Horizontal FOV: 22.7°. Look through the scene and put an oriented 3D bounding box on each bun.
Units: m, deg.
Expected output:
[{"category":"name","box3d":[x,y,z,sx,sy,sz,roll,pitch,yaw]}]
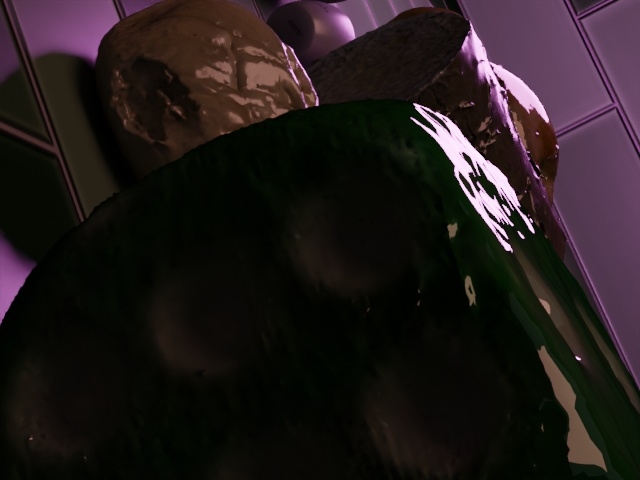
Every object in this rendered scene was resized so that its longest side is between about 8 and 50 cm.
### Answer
[{"category":"bun","box3d":[-0.071,-0.090,1.231,0.220,0.134,0.220,55,17,-25]}]

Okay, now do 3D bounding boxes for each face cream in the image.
[{"category":"face cream","box3d":[-0.013,-0.220,1.756,0.095,0.091,0.091,7,56,-63]}]

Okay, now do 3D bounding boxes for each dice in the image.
[{"category":"dice","box3d":[0.015,0.120,0.844,0.300,0.297,0.287,34,30,-61]}]

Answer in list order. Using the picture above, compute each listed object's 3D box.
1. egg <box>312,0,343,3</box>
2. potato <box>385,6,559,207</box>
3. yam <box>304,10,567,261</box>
[{"category":"egg","box3d":[0.002,-0.369,1.906,0.169,0.169,0.236,65,15,9]},{"category":"potato","box3d":[0.189,-0.159,2.133,0.351,0.202,0.218,60,1,21]},{"category":"yam","box3d":[0.113,-0.063,1.655,0.348,0.241,0.241,57,15,-36]}]
